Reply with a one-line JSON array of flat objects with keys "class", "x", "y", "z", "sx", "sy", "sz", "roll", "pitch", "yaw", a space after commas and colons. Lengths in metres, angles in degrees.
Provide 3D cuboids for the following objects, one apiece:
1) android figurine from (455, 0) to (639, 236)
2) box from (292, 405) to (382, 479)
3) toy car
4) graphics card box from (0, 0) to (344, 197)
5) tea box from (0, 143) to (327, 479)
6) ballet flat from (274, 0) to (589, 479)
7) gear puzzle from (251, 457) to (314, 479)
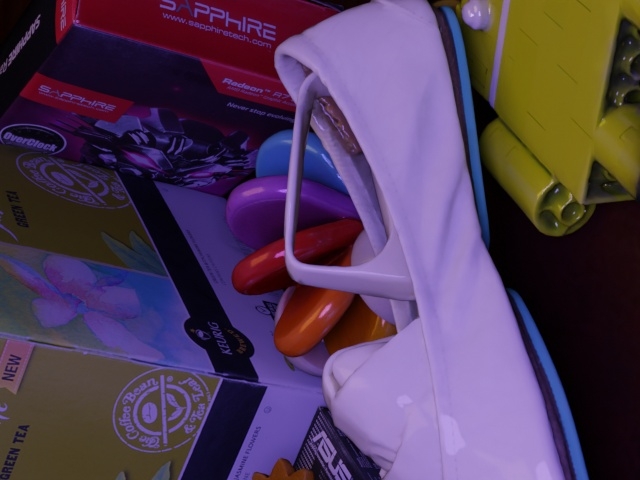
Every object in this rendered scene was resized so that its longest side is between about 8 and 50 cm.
[{"class": "android figurine", "x": 0.136, "y": -0.134, "z": 0.798, "sx": 0.273, "sy": 0.056, "sz": 0.248, "roll": -122, "pitch": 30, "yaw": -50}, {"class": "box", "x": 0.014, "y": 0.237, "z": 0.936, "sx": 0.191, "sy": 0.045, "sz": 0.184, "roll": 54, "pitch": 128, "yaw": 54}, {"class": "toy car", "x": 0.000, "y": 0.000, "z": 0.961, "sx": 0.159, "sy": 0.136, "sz": 0.182, "roll": -40, "pitch": 45, "yaw": 50}, {"class": "graphics card box", "x": -0.169, "y": -0.111, "z": 1.222, "sx": 0.371, "sy": 0.233, "sz": 0.094, "roll": -32, "pitch": 52, "yaw": 53}, {"class": "tea box", "x": -0.202, "y": 0.096, "z": 1.100, "sx": 0.220, "sy": 0.323, "sz": 0.329, "roll": -67, "pitch": 30, "yaw": 20}, {"class": "ballet flat", "x": 0.050, "y": 0.036, "z": 0.811, "sx": 0.139, "sy": 0.139, "sz": 0.400, "roll": -44, "pitch": 50, "yaw": 47}, {"class": "gear puzzle", "x": -0.085, "y": 0.283, "z": 0.950, "sx": 0.339, "sy": 0.044, "sz": 0.175, "roll": -61, "pitch": 39, "yaw": 17}]
